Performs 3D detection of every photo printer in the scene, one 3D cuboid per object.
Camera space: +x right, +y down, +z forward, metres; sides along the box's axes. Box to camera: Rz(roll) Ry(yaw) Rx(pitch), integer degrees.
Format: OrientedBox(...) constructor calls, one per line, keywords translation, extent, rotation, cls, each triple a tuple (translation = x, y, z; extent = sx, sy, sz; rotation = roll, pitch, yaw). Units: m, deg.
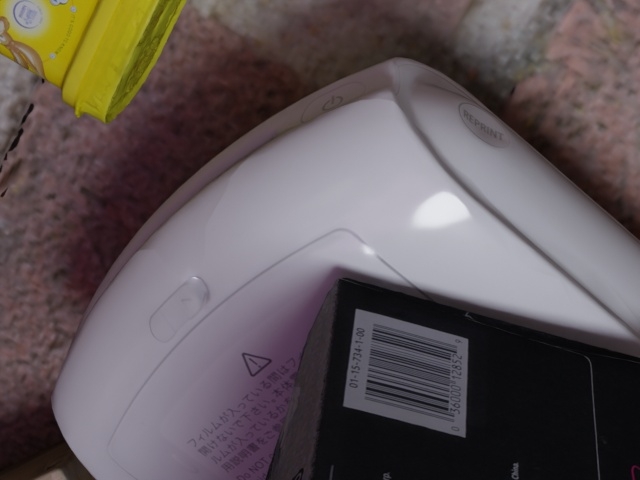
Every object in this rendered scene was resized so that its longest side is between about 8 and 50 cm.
OrientedBox(translation=(0.048, 0.076, 0.684), extent=(0.307, 0.107, 0.256), rotation=(38, 120, -19), cls="photo printer")

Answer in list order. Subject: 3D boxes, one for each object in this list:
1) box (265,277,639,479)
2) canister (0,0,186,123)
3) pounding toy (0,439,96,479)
OrientedBox(translation=(0.049, 0.156, 0.521), extent=(0.163, 0.247, 0.142), rotation=(15, 126, -4), cls="box")
OrientedBox(translation=(-0.140, -0.149, 0.663), extent=(0.170, 0.073, 0.126), rotation=(30, 118, -1), cls="canister")
OrientedBox(translation=(-0.108, 0.199, 0.789), extent=(0.206, 0.094, 0.181), rotation=(-27, 95, 8), cls="pounding toy")
